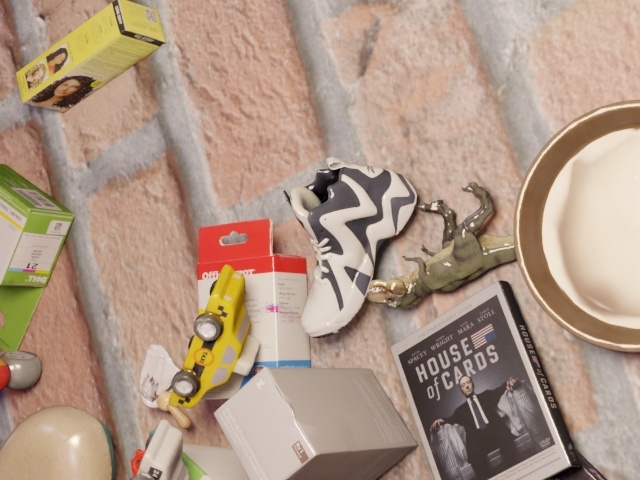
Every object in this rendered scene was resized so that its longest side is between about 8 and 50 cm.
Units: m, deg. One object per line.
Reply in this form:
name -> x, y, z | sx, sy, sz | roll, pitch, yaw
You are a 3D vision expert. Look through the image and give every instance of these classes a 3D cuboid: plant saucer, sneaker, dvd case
plant saucer -> 0.349, -0.015, 1.536 | 0.278, 0.041, 0.277 | -2, 85, 28
sneaker -> 0.000, 0.000, 1.732 | 0.235, 0.153, 0.094 | -57, 27, 18
dvd case -> 0.189, 0.192, 1.648 | 0.179, 0.030, 0.238 | -35, 61, 31

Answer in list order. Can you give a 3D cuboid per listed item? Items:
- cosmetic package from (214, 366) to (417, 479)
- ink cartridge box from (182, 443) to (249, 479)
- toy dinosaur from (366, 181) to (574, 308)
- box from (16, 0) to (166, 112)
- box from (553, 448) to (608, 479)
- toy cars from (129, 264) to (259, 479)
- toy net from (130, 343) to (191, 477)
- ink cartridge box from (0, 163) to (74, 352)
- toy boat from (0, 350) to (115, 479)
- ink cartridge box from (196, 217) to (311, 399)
cosmetic package -> -0.002, 0.227, 1.675 | 0.107, 0.238, 0.127 | -44, 62, 25
ink cartridge box -> -0.145, 0.428, 1.811 | 0.198, 0.115, 0.272 | 30, 105, 54
toy dinosaur -> 0.173, -0.001, 1.680 | 0.268, 0.064, 0.118 | -20, 78, 29
box -> -0.341, -0.270, 2.065 | 0.232, 0.087, 0.058 | -29, 67, 32
box -> 0.273, 0.329, 1.592 | 0.116, 0.029, 0.162 | 44, 110, 31
toy cars -> -0.161, 0.227, 1.742 | 0.087, 0.176, 0.393 | 22, 79, -2
toy net -> -0.216, 0.262, 1.955 | 0.122, 0.045, 0.232 | -22, 72, 35
ink cartridge box -> -0.511, 0.029, 2.159 | 0.189, 0.097, 0.255 | 32, 104, 34
toy boat -> -0.412, 0.294, 2.050 | 0.267, 0.148, 0.318 | -46, 69, 30
ink cartridge box -> -0.089, 0.093, 1.850 | 0.134, 0.078, 0.231 | -6, 82, 36
